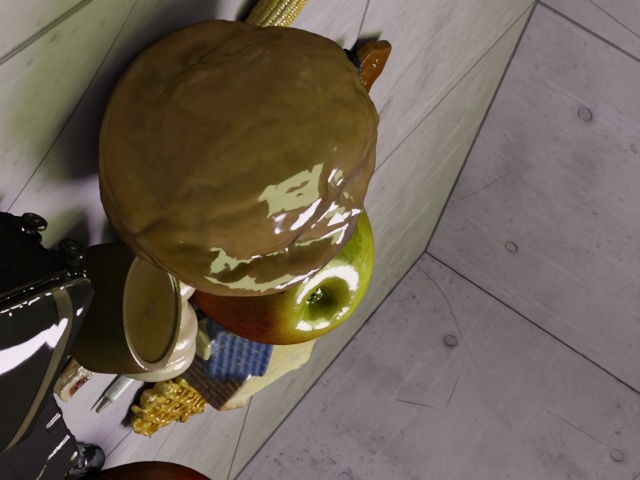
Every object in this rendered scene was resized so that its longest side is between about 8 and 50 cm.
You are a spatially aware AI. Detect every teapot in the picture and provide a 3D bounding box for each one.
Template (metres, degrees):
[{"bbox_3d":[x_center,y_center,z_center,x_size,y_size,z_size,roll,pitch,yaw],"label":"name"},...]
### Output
[{"bbox_3d":[-0.307,0.104,1.631,0.268,0.175,0.186,68,30,-44],"label":"teapot"}]

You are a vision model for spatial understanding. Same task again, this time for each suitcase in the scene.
[{"bbox_3d":[-0.461,0.310,1.684,0.206,0.066,0.286,-50,154,-30],"label":"suitcase"},{"bbox_3d":[-0.429,0.143,1.224,0.283,0.194,0.434,-61,165,22],"label":"suitcase"}]

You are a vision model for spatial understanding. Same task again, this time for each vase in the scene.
[{"bbox_3d":[-0.451,0.400,2.088,0.060,0.060,0.211,-55,169,-3],"label":"vase"}]

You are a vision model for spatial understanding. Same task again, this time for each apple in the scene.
[{"bbox_3d":[-0.071,0.016,1.924,0.340,0.339,0.339,-52,167,-17],"label":"apple"}]

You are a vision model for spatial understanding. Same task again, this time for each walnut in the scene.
[{"bbox_3d":[-0.110,-0.109,1.506,0.384,0.383,0.384,-52,167,-17],"label":"walnut"}]

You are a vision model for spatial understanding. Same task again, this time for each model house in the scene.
[{"bbox_3d":[-0.162,0.151,2.199,0.266,0.261,0.321,-35,158,-31],"label":"model house"}]

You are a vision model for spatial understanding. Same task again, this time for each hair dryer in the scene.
[{"bbox_3d":[-0.359,0.260,2.156,0.183,0.044,0.155,-49,166,-7],"label":"hair dryer"}]

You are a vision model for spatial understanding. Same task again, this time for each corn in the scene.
[{"bbox_3d":[-0.053,-0.356,1.680,0.165,0.063,0.085,-54,-168,1],"label":"corn"}]

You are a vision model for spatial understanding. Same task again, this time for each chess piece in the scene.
[{"bbox_3d":[-0.257,0.062,1.786,0.167,0.167,0.300,-42,155,-47],"label":"chess piece"}]

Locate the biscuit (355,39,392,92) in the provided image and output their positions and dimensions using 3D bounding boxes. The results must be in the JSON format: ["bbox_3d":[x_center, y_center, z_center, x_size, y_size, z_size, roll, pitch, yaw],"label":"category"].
[{"bbox_3d":[0.062,-0.307,2.299,0.215,0.034,0.182,-59,167,22],"label":"biscuit"}]

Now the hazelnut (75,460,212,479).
[{"bbox_3d":[-0.342,0.596,2.208,0.402,0.402,0.429,-54,-177,-10],"label":"hazelnut"}]

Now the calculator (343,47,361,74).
[{"bbox_3d":[-0.035,-0.211,2.120,0.274,0.058,0.248,-43,161,-45],"label":"calculator"}]

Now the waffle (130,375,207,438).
[{"bbox_3d":[-0.302,0.332,2.407,0.253,0.056,0.249,-30,158,-34],"label":"waffle"}]

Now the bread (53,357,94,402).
[{"bbox_3d":[-0.404,0.223,1.882,0.083,0.035,0.070,-49,165,-19],"label":"bread"}]

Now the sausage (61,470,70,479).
[{"bbox_3d":[-0.511,0.408,1.861,0.083,0.083,0.264,-61,167,23],"label":"sausage"}]
